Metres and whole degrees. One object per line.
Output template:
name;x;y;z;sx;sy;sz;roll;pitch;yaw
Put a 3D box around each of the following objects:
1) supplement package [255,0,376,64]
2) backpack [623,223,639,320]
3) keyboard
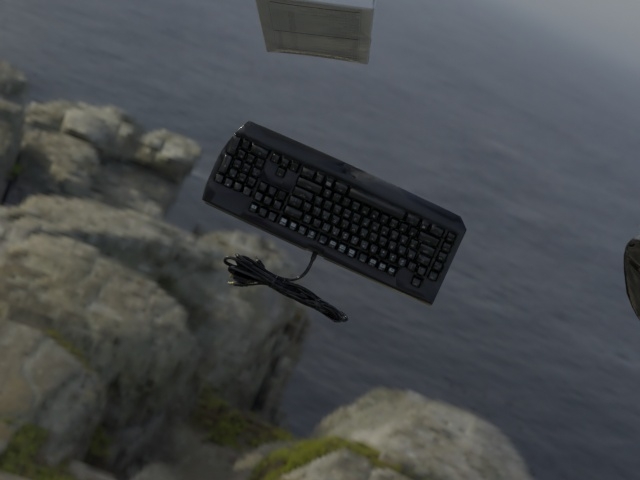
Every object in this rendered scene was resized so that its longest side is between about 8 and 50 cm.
supplement package;0.002;-0.308;1.510;0.139;0.134;0.244;8;-6;1
backpack;0.514;-0.047;1.510;0.273;0.355;0.290;53;-5;26
keyboard;0.000;0.000;1.581;0.317;0.201;0.033;24;11;6
